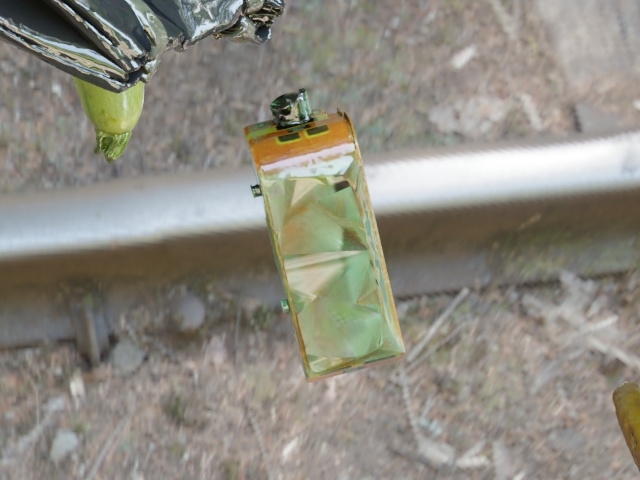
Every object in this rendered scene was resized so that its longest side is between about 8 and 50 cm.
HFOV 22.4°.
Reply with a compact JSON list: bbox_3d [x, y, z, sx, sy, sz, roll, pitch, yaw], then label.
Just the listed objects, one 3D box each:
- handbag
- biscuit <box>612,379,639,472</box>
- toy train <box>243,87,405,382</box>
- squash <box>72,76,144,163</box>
[{"bbox_3d":[-0.195,-0.232,1.297,0.288,0.152,0.342,37,30,13],"label":"handbag"},{"bbox_3d":[0.344,0.259,1.397,0.040,0.318,0.318,-33,69,11],"label":"biscuit"},{"bbox_3d":[0.000,0.000,1.026,0.072,0.099,0.188,-13,106,0],"label":"toy train"},{"bbox_3d":[-0.216,-0.169,1.646,0.090,0.200,0.075,9,39,25],"label":"squash"}]
